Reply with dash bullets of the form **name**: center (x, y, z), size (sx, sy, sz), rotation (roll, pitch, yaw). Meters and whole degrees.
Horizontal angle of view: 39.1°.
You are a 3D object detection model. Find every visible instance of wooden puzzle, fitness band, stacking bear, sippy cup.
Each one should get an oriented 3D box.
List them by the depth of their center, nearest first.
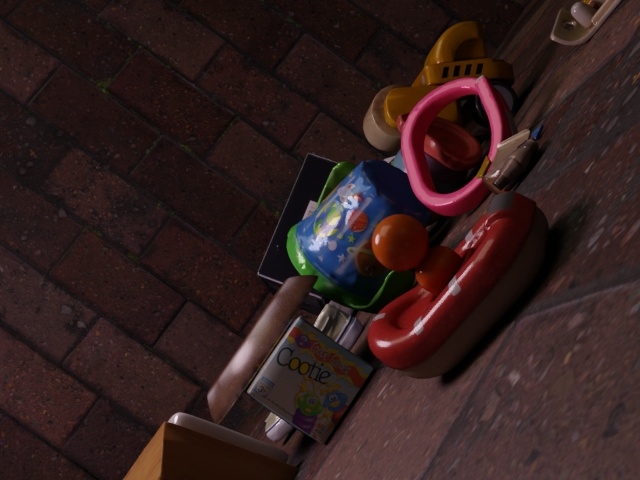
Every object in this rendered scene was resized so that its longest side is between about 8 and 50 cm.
- **wooden puzzle**: center (0.301, -0.138, 1.426), size (0.116, 0.014, 0.078), rotation (-23, 34, 48)
- **fitness band**: center (0.239, -0.173, 1.586), size (0.209, 0.054, 0.291), rotation (-36, 41, 26)
- **sippy cup**: center (0.089, -0.024, 1.707), size (0.224, 0.305, 0.240), rotation (-55, -18, 27)
- **stacking bear**: center (0.196, -0.095, 1.832), size (0.164, 0.175, 0.289), rotation (-19, -38, -51)

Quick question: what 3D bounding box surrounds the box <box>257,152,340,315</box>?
- **box**: center (0.000, 0.000, 2.345), size (0.312, 0.179, 0.343), rotation (68, -137, -73)

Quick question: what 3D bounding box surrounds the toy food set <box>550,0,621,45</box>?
- **toy food set**: center (0.525, -0.504, 1.611), size (0.306, 0.092, 0.220), rotation (-53, 2, 32)

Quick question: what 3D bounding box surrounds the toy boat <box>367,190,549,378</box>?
- **toy boat**: center (0.119, 0.031, 0.937), size (0.231, 0.151, 0.151), rotation (-54, 1, 29)

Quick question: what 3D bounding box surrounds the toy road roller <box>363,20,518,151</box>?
- **toy road roller**: center (0.254, -0.335, 1.952), size (0.202, 0.329, 0.240), rotation (127, 136, -80)

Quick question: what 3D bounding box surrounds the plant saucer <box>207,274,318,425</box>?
- **plant saucer**: center (-0.108, 0.177, 1.561), size (0.310, 0.050, 0.310), rotation (-54, 0, 1)

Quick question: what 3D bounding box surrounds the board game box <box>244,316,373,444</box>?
- **board game box**: center (-0.029, 0.232, 1.488), size (0.142, 0.144, 0.275), rotation (-55, 0, -12)

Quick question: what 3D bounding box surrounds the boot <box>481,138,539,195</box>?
- **boot**: center (0.285, -0.110, 1.334), size (0.087, 0.042, 0.118), rotation (-48, 2, 2)

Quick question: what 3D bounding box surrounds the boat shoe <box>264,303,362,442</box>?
- **boat shoe**: center (-0.032, 0.268, 1.844), size (0.302, 0.094, 0.109), rotation (-55, 1, -13)

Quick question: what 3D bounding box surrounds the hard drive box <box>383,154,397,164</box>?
- **hard drive box**: center (0.197, -0.114, 2.154), size (0.181, 0.089, 0.232), rotation (-13, 32, 42)

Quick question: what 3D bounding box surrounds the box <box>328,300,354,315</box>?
- **box**: center (0.061, 0.151, 2.236), size (0.063, 0.067, 0.324), rotation (-63, -5, 34)

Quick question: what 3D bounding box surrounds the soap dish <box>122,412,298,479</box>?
- **soap dish**: center (-0.199, 0.416, 1.492), size (0.291, 0.229, 0.118), rotation (-53, 18, 47)
